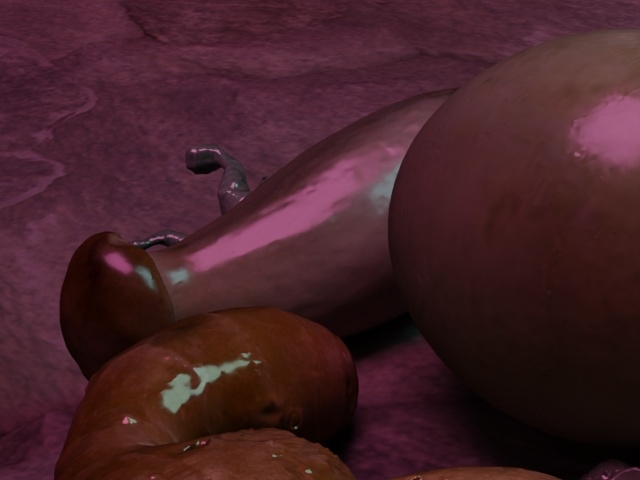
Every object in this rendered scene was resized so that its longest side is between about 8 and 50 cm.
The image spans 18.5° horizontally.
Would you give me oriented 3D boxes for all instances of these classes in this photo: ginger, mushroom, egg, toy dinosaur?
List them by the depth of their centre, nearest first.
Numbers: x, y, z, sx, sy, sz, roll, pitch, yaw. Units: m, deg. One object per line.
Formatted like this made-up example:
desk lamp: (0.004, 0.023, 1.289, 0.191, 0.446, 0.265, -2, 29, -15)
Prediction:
ginger: (-0.075, 0.137, 0.947, 0.348, 0.122, 0.363, -15, 29, -24)
egg: (0.145, -0.004, 1.048, 0.218, 0.218, 0.295, -22, 18, -24)
mushroom: (0.000, 0.000, 1.229, 0.350, 0.128, 0.128, -23, 25, -26)
toy dinosaur: (-0.014, -0.033, 1.358, 0.383, 0.076, 0.129, -31, 61, -28)

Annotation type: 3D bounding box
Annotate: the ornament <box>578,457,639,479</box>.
ornament: (0.151, 0.135, 0.945, 0.068, 0.041, 0.092, -27, 28, 23)
